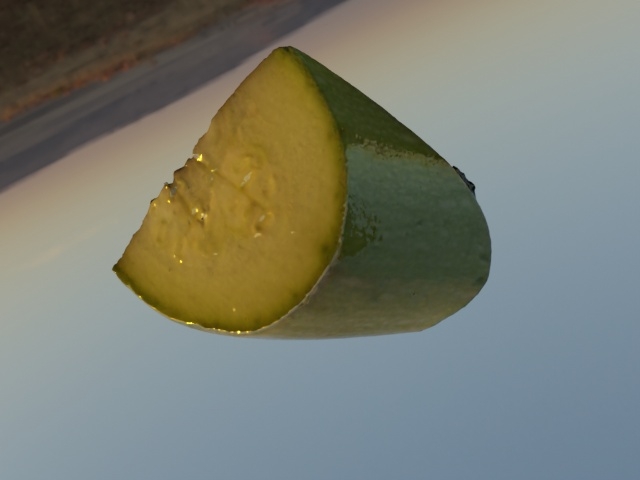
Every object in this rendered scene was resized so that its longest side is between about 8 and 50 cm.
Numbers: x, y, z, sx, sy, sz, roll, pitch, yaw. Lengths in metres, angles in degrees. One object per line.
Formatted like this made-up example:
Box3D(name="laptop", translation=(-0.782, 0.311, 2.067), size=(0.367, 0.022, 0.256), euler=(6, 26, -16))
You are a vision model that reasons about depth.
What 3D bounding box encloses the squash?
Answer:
Box3D(name="squash", translation=(0.000, 0.000, 0.867), size=(0.237, 0.204, 0.155), euler=(-51, 158, 26))
